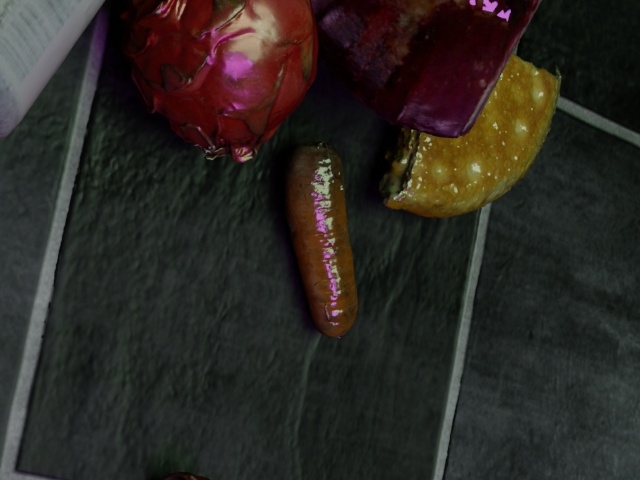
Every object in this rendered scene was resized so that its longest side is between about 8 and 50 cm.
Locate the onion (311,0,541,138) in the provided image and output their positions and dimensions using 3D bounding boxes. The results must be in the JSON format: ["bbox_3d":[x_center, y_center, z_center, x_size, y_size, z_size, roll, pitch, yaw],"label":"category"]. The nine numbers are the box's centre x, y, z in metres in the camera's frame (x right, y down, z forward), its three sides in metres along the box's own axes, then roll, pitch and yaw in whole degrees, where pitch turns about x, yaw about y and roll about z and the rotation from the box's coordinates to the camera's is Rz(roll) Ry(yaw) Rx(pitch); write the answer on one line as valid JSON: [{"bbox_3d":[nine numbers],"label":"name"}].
[{"bbox_3d":[0.091,-0.277,1.546,0.260,0.282,0.337,27,88,-3],"label":"onion"}]

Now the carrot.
[{"bbox_3d":[0.000,0.000,1.605,0.060,0.060,0.186,-18,107,-41],"label":"carrot"}]

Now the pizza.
[{"bbox_3d":[0.137,-0.129,1.729,0.292,0.058,0.197,-39,114,-37],"label":"pizza"}]

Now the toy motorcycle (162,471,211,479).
[{"bbox_3d":[-0.134,0.277,1.463,0.213,0.082,0.122,-38,116,-37],"label":"toy motorcycle"}]

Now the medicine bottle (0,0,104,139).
[{"bbox_3d":[-0.278,-0.147,1.278,0.165,0.165,0.273,47,62,-32],"label":"medicine bottle"}]

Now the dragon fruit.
[{"bbox_3d":[-0.084,-0.171,1.456,0.172,0.172,0.209,-50,131,-30],"label":"dragon fruit"}]
